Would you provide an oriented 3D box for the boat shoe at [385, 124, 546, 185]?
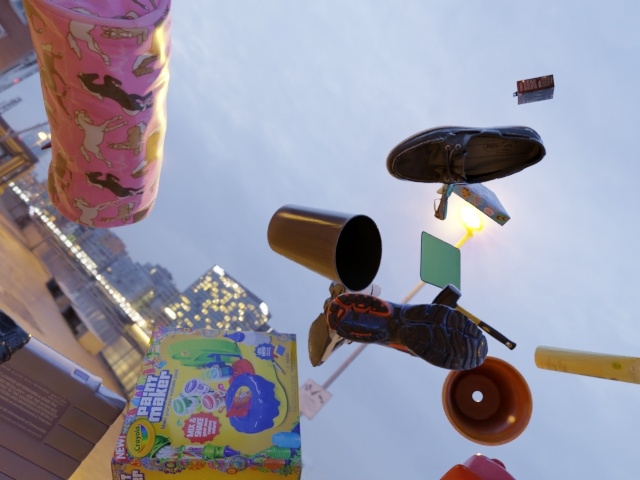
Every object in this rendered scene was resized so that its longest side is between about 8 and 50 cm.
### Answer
[{"bbox_3d":[0.316,-0.177,1.055,0.113,0.341,0.127,-87,174,-64],"label":"boat shoe"}]

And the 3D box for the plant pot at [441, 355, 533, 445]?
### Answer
[{"bbox_3d":[0.407,0.398,1.232,0.205,0.205,0.188,41,-5,17],"label":"plant pot"}]

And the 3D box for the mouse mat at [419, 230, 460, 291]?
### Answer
[{"bbox_3d":[0.352,0.068,1.420,0.190,0.152,0.007,22,-26,-34],"label":"mouse mat"}]

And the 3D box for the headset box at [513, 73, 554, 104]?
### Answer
[{"bbox_3d":[0.475,-0.335,1.086,0.084,0.032,0.062,-6,-14,20],"label":"headset box"}]

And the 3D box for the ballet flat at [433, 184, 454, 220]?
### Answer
[{"bbox_3d":[0.307,-0.108,1.219,0.041,0.114,0.041,13,5,-1],"label":"ballet flat"}]

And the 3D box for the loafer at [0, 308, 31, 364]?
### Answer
[{"bbox_3d":[-0.466,0.085,0.626,0.223,0.078,0.076,32,-58,20],"label":"loafer"}]

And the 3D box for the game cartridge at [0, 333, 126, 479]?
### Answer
[{"bbox_3d":[-0.530,0.257,0.786,0.355,0.230,0.068,39,-8,-15],"label":"game cartridge"}]

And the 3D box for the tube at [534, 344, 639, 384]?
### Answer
[{"bbox_3d":[0.634,0.291,1.147,0.070,0.062,0.240,13,-10,-41],"label":"tube"}]

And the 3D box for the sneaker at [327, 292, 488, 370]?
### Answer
[{"bbox_3d":[0.122,0.121,0.683,0.222,0.083,0.087,16,-7,10],"label":"sneaker"}]

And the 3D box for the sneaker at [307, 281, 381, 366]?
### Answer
[{"bbox_3d":[0.067,0.236,1.344,0.330,0.147,0.122,-64,-149,35],"label":"sneaker"}]

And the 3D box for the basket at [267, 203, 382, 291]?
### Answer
[{"bbox_3d":[0.000,0.000,1.107,0.227,0.154,0.204,19,-26,37],"label":"basket"}]

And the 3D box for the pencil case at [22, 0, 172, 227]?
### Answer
[{"bbox_3d":[-0.281,-0.175,0.619,0.167,0.159,0.386,9,-34,-18],"label":"pencil case"}]

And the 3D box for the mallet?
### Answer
[{"bbox_3d":[0.318,0.154,0.977,0.190,0.062,0.039,28,21,1],"label":"mallet"}]

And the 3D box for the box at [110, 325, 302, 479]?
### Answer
[{"bbox_3d":[-0.184,0.321,0.868,0.289,0.280,0.176,-99,-165,-57],"label":"box"}]

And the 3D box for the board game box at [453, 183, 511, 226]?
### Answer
[{"bbox_3d":[0.417,-0.141,1.348,0.212,0.039,0.160,32,27,-16],"label":"board game box"}]

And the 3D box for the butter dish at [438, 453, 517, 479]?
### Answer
[{"bbox_3d":[0.333,0.488,0.966,0.160,0.118,0.160,33,-41,19],"label":"butter dish"}]
